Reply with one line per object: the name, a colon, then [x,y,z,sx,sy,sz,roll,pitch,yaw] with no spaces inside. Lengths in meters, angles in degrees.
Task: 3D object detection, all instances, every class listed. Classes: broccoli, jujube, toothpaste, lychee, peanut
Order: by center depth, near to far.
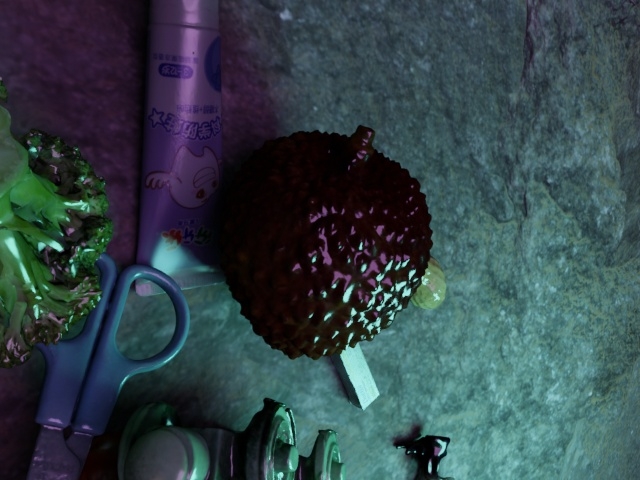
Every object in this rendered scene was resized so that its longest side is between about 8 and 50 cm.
broccoli: [-0.311,-0.013,0.469,0.262,0.241,0.269,57,42,-3]
jujube: [-0.230,0.309,0.655,0.112,0.109,0.176,-29,112,-31]
toothpaste: [-0.165,-0.116,0.673,0.125,0.080,0.372,-7,110,-37]
lychee: [0.000,0.000,0.690,0.275,0.276,0.305,-5,125,-38]
toothpaste: [0.048,0.199,0.905,0.046,0.034,0.164,-36,118,-29]
peanut: [0.154,0.042,0.938,0.187,0.082,0.082,47,68,-32]

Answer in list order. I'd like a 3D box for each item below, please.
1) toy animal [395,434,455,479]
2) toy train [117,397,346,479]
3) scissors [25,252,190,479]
toy animal: [0.170,0.517,1.017,0.195,0.090,0.324,38,65,-29]
toy train: [-0.089,0.334,0.621,0.442,0.179,0.273,60,30,-61]
scissors: [-0.259,0.218,0.551,0.192,0.029,0.448,23,59,-27]
